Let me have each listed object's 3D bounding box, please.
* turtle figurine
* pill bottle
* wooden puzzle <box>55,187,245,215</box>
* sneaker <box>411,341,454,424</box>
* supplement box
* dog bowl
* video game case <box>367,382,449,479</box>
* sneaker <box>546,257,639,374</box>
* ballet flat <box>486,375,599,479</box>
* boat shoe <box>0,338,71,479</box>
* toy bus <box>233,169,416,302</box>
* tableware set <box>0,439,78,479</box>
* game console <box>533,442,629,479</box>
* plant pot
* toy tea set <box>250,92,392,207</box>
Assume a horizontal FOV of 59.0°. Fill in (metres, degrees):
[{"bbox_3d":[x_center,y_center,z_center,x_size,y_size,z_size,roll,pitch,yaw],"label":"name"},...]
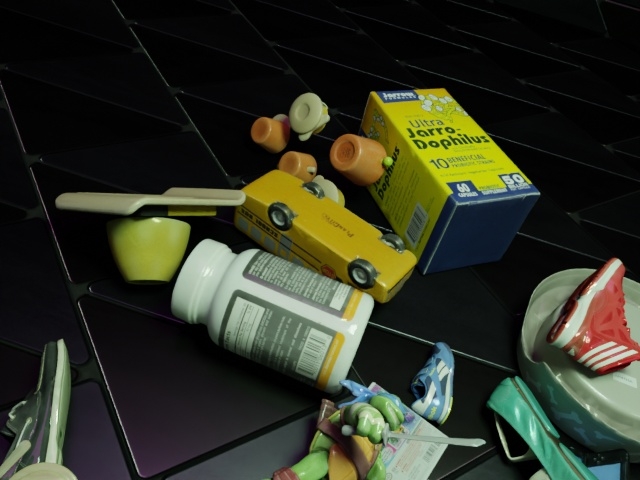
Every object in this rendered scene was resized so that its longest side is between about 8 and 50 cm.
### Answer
[{"bbox_3d":[0.045,0.300,0.666,0.266,0.197,0.275,-31,58,-24],"label":"turtle figurine"},{"bbox_3d":[-0.072,0.108,0.863,0.279,0.162,0.162,22,45,7],"label":"pill bottle"},{"bbox_3d":[-0.282,-0.061,0.957,0.221,0.044,0.239,5,10,37],"label":"wooden puzzle"},{"bbox_3d":[0.178,0.218,0.901,0.059,0.053,0.144,14,43,2],"label":"sneaker"},{"bbox_3d":[0.235,-0.134,1.165,0.194,0.195,0.356,-9,49,-23],"label":"supplement box"},{"bbox_3d":[0.500,0.210,0.962,0.349,0.102,0.348,7,45,-7],"label":"dog bowl"},{"bbox_3d":[0.092,0.301,0.819,0.143,0.019,0.157,34,48,19],"label":"video game case"},{"bbox_3d":[0.467,0.132,0.915,0.128,0.087,0.221,42,62,14],"label":"sneaker"},{"bbox_3d":[0.323,0.311,0.818,0.083,0.087,0.247,36,15,-37],"label":"ballet flat"},{"bbox_3d":[-0.365,0.228,0.721,0.079,0.084,0.233,2,49,-14],"label":"boat shoe"},{"bbox_3d":[0.000,0.000,1.013,0.333,0.130,0.108,35,47,19],"label":"toy bus"},{"bbox_3d":[-0.342,0.332,0.607,0.128,0.039,0.194,37,62,4],"label":"tableware set"},{"bbox_3d":[0.378,0.344,0.820,0.071,0.107,0.122,45,45,-11],"label":"game console"},{"bbox_3d":[-0.284,0.022,0.930,0.134,0.134,0.095,2,78,-14],"label":"plant pot"},{"bbox_3d":[-0.001,-0.184,1.193,0.124,0.200,0.336,14,31,-53],"label":"toy tea set"}]
